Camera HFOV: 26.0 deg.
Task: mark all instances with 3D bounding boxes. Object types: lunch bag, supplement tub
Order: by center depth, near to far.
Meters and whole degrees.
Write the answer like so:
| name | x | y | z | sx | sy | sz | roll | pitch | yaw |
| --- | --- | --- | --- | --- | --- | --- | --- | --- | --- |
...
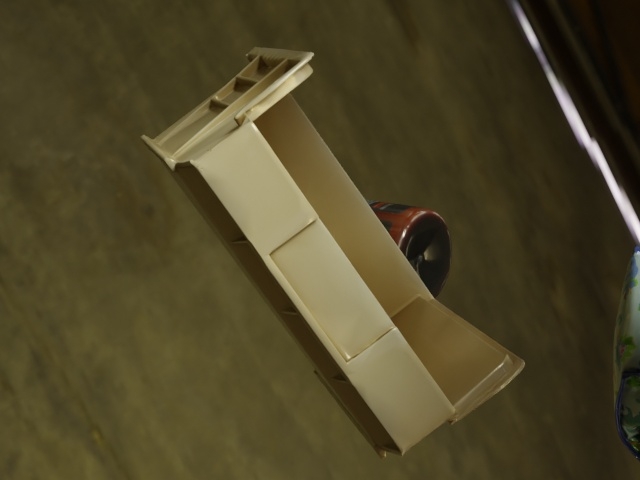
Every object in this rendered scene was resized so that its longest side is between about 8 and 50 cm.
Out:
| name | x | y | z | sx | sy | sz | roll | pitch | yaw |
| --- | --- | --- | --- | --- | --- | --- | --- | --- | --- |
| lunch bag | 0.285 | 0.101 | 1.133 | 0.151 | 0.096 | 0.129 | 84 | 18 | -54 |
| supplement tub | 0.030 | 0.007 | 1.428 | 0.106 | 0.198 | 0.106 | -15 | 110 | -49 |

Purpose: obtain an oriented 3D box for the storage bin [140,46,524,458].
| name | x | y | z | sx | sy | sz | roll | pitch | yaw |
| --- | --- | --- | --- | --- | --- | --- | --- | --- | --- |
| storage bin | 0.000 | 0.000 | 1.019 | 0.262 | 0.123 | 0.260 | 55 | -5 | -14 |
